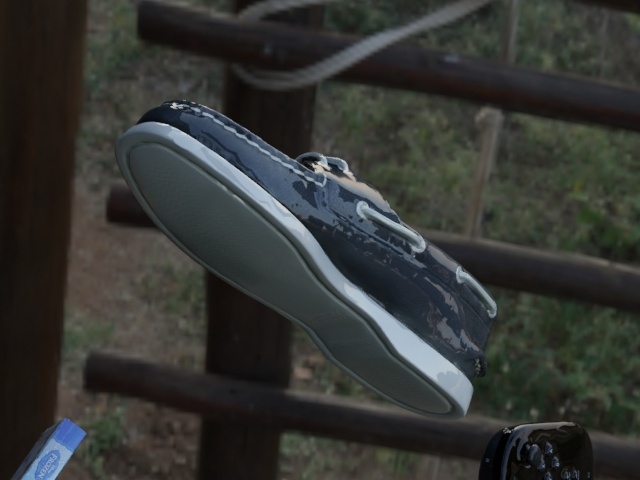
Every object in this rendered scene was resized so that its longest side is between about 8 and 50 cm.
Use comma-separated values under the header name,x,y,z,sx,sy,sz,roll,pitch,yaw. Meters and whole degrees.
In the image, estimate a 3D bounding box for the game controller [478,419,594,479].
name,x,y,z,sx,sy,sz,roll,pitch,yaw
game controller,0.209,0.334,1.391,0.166,0.319,0.067,4,-2,-39

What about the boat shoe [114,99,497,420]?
name,x,y,z,sx,sy,sz,roll,pitch,yaw
boat shoe,0.000,0.000,0.902,0.114,0.302,0.091,-1,54,46

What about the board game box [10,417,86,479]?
name,x,y,z,sx,sy,sz,roll,pitch,yaw
board game box,-0.191,0.161,0.932,0.020,0.090,0.090,37,68,-8
